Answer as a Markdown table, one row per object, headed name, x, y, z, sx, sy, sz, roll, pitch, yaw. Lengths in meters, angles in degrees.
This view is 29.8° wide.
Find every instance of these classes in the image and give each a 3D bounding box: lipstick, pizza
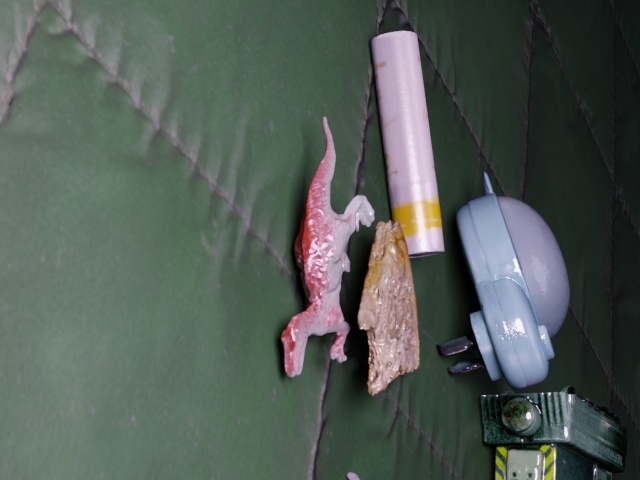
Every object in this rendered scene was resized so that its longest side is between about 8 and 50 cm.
| name | x | y | z | sx | sy | sz | roll | pitch | yaw |
| --- | --- | --- | --- | --- | --- | --- | --- | --- | --- |
| lipstick | 0.101 | -0.113 | 1.408 | 0.059 | 0.059 | 0.264 | 7 | 74 | -63 |
| pizza | 0.073 | 0.072 | 1.249 | 0.262 | 0.034 | 0.181 | -37 | 122 | -75 |

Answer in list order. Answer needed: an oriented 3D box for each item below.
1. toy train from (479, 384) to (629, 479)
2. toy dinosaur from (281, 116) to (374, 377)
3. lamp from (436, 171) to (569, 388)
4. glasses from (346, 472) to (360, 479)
| name | x | y | z | sx | sy | sz | roll | pitch | yaw |
| --- | --- | --- | --- | --- | --- | --- | --- | --- | --- |
| toy train | 0.324 | 0.302 | 1.632 | 0.330 | 0.138 | 0.178 | 32 | 58 | -56 |
| toy dinosaur | 0.000 | 0.000 | 1.165 | 0.167 | 0.053 | 0.242 | -9 | 97 | -62 |
| lamp | 0.239 | 0.060 | 1.524 | 0.284 | 0.147 | 0.209 | -72 | 145 | -42 |
| glasses | 0.077 | 0.272 | 1.197 | 0.104 | 0.140 | 0.062 | 20 | 79 | -29 |
